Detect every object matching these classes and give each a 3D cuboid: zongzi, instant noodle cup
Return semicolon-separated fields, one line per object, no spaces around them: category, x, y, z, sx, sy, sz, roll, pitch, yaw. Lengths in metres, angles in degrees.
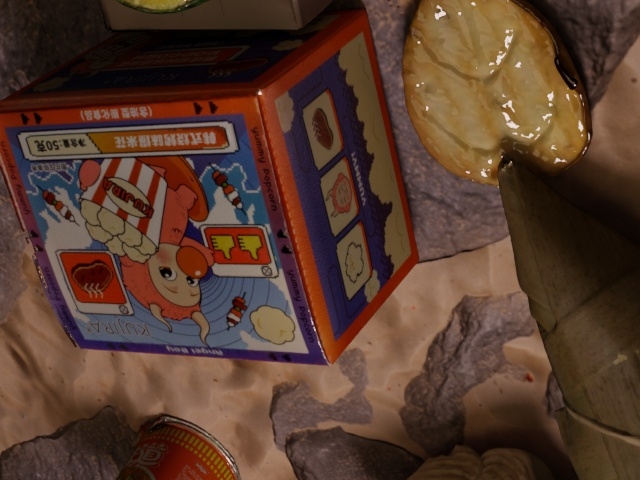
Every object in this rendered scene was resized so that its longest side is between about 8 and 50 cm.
zongzi;0.446;0.094;1.287;0.499;0.218;0.467;-11;110;32
instant noodle cup;-0.245;0.396;1.913;0.193;0.212;0.193;16;129;20

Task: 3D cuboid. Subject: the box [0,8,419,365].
box;-0.118;-0.056;1.448;0.348;0.257;0.319;2;120;30

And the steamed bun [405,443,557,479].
steamed bun;0.198;0.404;1.637;0.289;0.276;0.203;-36;114;18

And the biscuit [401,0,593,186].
biscuit;0.177;-0.163;1.361;0.203;0.041;0.260;-3;121;36

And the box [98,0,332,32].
box;-0.127;-0.329;1.367;0.251;0.106;0.203;5;123;29

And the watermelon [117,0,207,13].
watermelon;-0.147;-0.328;1.224;0.204;0.127;0.232;-41;91;27
